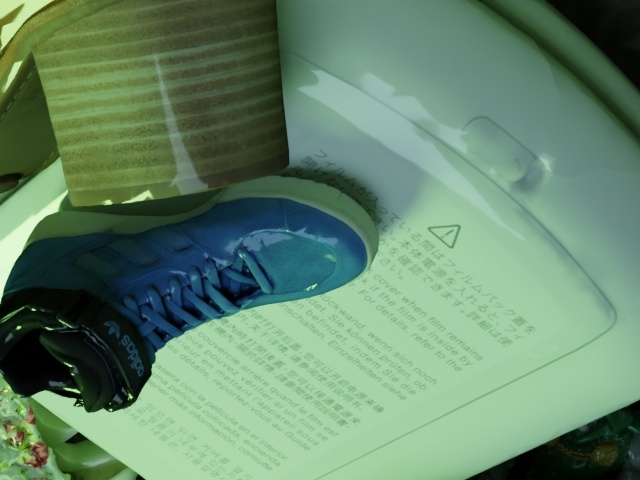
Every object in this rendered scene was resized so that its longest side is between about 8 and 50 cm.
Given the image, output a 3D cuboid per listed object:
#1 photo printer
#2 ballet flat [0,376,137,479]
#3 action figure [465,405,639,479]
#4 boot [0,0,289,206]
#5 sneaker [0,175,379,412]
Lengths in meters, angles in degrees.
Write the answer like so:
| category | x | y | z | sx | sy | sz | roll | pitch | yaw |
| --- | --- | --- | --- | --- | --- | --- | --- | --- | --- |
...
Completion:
| category | x | y | z | sx | sy | sz | roll | pitch | yaw |
| --- | --- | --- | --- | --- | --- | --- | --- | --- | --- |
| photo printer | 0.000 | 0.000 | 0.709 | 0.256 | 0.107 | 0.307 | 38 | 135 | -19 |
| ballet flat | -0.142 | 0.108 | 0.902 | 0.077 | 0.091 | 0.241 | -19 | 134 | 7 |
| action figure | 0.117 | 0.139 | 0.858 | 0.137 | 0.063 | 0.232 | 16 | 135 | 7 |
| boot | -0.145 | -0.117 | 0.586 | 0.283 | 0.109 | 0.220 | -4 | 101 | 37 |
| sneaker | -0.055 | 0.025 | 0.612 | 0.152 | 0.084 | 0.058 | -4 | 132 | 24 |
